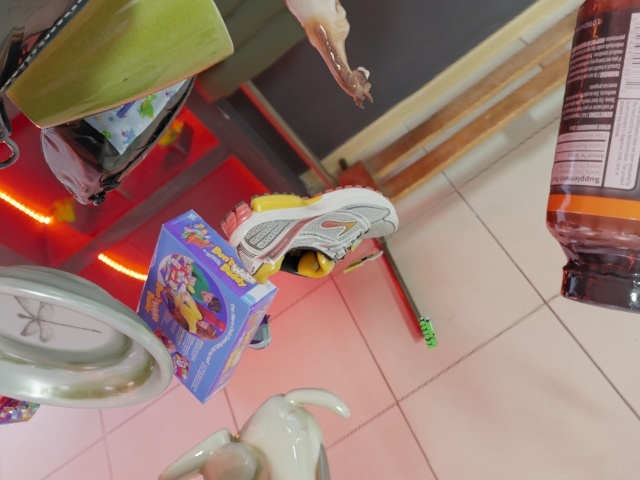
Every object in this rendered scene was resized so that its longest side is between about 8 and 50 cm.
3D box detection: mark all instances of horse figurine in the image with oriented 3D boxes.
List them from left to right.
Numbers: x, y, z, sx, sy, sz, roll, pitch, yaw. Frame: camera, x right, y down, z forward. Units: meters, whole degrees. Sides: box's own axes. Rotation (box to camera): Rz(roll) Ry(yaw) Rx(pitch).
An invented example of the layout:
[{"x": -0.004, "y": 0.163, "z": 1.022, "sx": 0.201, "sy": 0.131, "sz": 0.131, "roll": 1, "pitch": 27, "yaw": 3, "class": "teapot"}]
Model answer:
[{"x": -0.009, "y": -0.298, "z": 0.746, "sx": 0.066, "sy": 0.263, "sz": 0.175, "roll": -11, "pitch": 48, "yaw": 18, "class": "horse figurine"}]

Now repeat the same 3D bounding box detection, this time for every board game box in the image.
[{"x": -0.579, "y": 0.260, "z": 1.162, "sx": 0.168, "sy": 0.033, "sz": 0.133, "roll": -3, "pitch": 58, "yaw": -15, "class": "board game box"}, {"x": -0.244, "y": 0.142, "z": 1.305, "sx": 0.233, "sy": 0.347, "sz": 0.078, "roll": 42, "pitch": 43, "yaw": 13, "class": "board game box"}]

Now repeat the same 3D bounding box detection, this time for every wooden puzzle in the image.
[{"x": 0.098, "y": 0.045, "z": 1.504, "sx": 0.078, "sy": 0.116, "sz": 0.014, "roll": -24, "pitch": 91, "yaw": 23, "class": "wooden puzzle"}]

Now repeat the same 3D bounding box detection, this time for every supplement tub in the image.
[{"x": 0.206, "y": -0.054, "z": 0.424, "sx": 0.106, "sy": 0.106, "sz": 0.198, "roll": 10, "pitch": 95, "yaw": 36, "class": "supplement tub"}]

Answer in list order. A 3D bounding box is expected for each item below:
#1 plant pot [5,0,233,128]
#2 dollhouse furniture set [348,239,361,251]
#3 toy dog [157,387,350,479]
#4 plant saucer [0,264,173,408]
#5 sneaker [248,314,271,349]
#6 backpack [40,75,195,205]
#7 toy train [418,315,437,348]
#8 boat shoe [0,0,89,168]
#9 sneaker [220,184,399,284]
[{"x": -0.324, "y": -0.300, "z": 0.946, "sx": 0.293, "sy": 0.275, "sz": 0.275, "roll": -38, "pitch": 48, "yaw": -6, "class": "plant pot"}, {"x": 0.046, "y": -0.004, "z": 1.026, "sx": 0.076, "sy": 0.058, "sz": 0.151, "roll": -46, "pitch": 22, "yaw": -7, "class": "dollhouse furniture set"}, {"x": -0.043, "y": 0.531, "z": 1.274, "sx": 0.395, "sy": 0.284, "sz": 0.408, "roll": -36, "pitch": 72, "yaw": -5, "class": "toy dog"}, {"x": -0.414, "y": 0.135, "z": 0.987, "sx": 0.400, "sy": 0.400, "sz": 0.101, "roll": -14, "pitch": 50, "yaw": 25, "class": "plant saucer"}, {"x": -0.224, "y": 0.198, "z": 1.653, "sx": 0.223, "sy": 0.098, "sz": 0.083, "roll": 12, "pitch": 23, "yaw": 14, "class": "sneaker"}, {"x": -0.399, "y": -0.281, "z": 1.320, "sx": 0.355, "sy": 0.273, "sz": 0.290, "roll": -44, "pitch": 10, "yaw": -25, "class": "backpack"}, {"x": 0.218, "y": 0.185, "z": 1.322, "sx": 0.023, "sy": 0.083, "sz": 0.017, "roll": -21, "pitch": 32, "yaw": 0, "class": "toy train"}, {"x": -0.327, "y": -0.107, "z": 0.531, "sx": 0.156, "sy": 0.187, "sz": 0.500, "roll": 33, "pitch": 60, "yaw": -1, "class": "boat shoe"}, {"x": 0.000, "y": 0.000, "z": 0.736, "sx": 0.088, "sy": 0.225, "sz": 0.093, "roll": -46, "pitch": 62, "yaw": 49, "class": "sneaker"}]
